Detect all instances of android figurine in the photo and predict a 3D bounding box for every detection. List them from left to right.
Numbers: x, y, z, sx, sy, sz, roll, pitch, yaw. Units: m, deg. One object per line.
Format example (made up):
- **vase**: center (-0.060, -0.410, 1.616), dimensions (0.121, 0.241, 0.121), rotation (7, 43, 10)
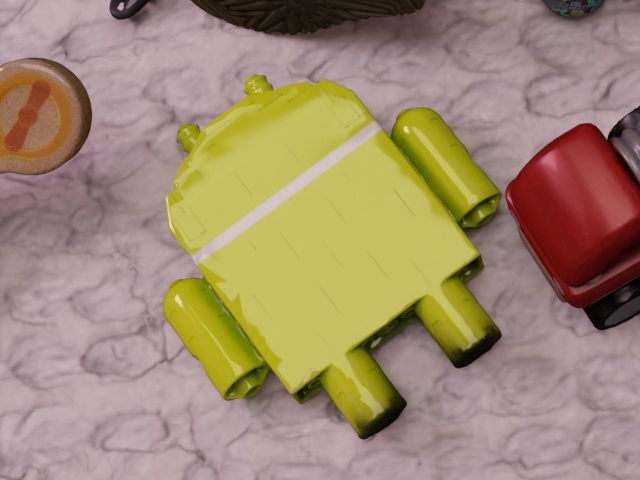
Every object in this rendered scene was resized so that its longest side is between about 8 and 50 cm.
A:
- **android figurine**: center (0.000, 0.000, 1.425), dimensions (0.248, 0.056, 0.273), rotation (-38, 71, -2)

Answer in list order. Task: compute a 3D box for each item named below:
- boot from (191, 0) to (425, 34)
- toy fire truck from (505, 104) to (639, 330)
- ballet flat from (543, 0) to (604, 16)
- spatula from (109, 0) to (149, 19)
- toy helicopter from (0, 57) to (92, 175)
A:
- **boot**: center (0.033, -0.285, 1.490), dimensions (0.236, 0.089, 0.269), rotation (4, 60, 34)
- **toy fire truck**: center (0.239, -0.046, 1.295), dimensions (0.217, 0.246, 0.158), rotation (-30, 70, 0)
- **ballet flat**: center (0.152, -0.250, 1.469), dimensions (0.070, 0.070, 0.188), rotation (-35, 70, -2)
- **spatula**: center (-0.069, -0.288, 1.535), dimensions (0.084, 0.030, 0.296), rotation (31, 84, 39)
- **toy helicopter**: center (-0.314, -0.011, 1.438), dimensions (0.355, 0.140, 0.235), rotation (-27, 93, 13)
